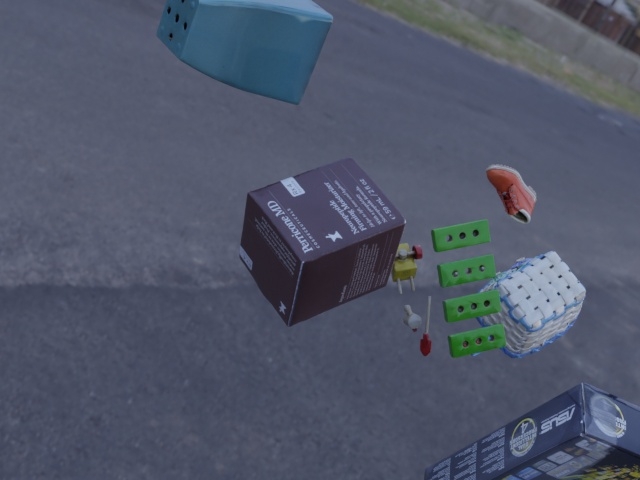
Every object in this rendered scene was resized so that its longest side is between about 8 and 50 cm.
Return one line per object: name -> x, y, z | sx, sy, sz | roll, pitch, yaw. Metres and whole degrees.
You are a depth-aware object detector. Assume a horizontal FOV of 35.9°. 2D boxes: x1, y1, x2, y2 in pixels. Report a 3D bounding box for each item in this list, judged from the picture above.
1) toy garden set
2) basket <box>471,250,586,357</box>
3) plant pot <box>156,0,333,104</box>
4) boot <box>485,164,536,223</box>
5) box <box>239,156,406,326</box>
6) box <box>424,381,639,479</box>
toy garden set -> 0.228, 0.097, 1.846 | 0.203, 0.244, 0.049 | -11, 8, -12
basket -> 0.483, 0.161, 2.326 | 0.254, 0.289, 0.201 | -28, 66, -22
plant pot -> -0.138, -0.348, 1.649 | 0.234, 0.166, 0.166 | 3, 31, -38
boot -> 0.420, -0.103, 2.186 | 0.158, 0.059, 0.085 | 37, 53, -27
box -> 0.000, 0.000, 1.602 | 0.203, 0.167, 0.168 | -21, 56, -28
box -> 0.399, 0.382, 1.553 | 0.318, 0.395, 0.097 | 27, 49, -19
